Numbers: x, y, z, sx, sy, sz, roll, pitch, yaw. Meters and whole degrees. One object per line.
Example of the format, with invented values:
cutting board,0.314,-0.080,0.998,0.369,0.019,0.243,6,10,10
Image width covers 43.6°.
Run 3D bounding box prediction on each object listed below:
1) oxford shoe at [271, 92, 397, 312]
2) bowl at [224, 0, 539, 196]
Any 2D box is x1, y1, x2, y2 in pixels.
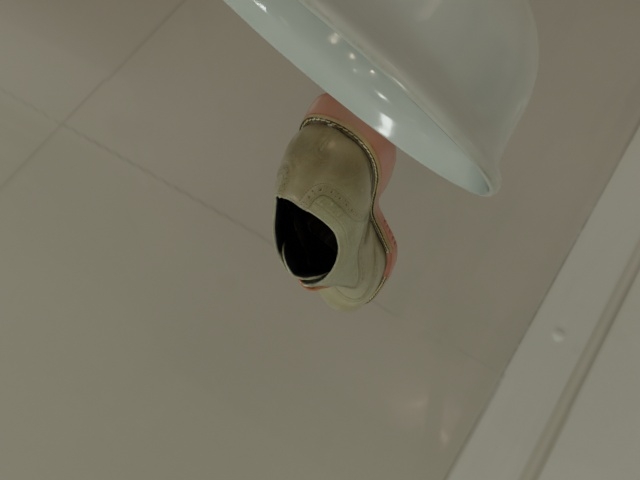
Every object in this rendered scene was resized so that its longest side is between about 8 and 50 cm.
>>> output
oxford shoe,0.000,0.000,0.954,0.140,0.147,0.397,26,154,21
bowl,0.035,-0.170,0.514,0.298,0.134,0.298,40,-177,-2
